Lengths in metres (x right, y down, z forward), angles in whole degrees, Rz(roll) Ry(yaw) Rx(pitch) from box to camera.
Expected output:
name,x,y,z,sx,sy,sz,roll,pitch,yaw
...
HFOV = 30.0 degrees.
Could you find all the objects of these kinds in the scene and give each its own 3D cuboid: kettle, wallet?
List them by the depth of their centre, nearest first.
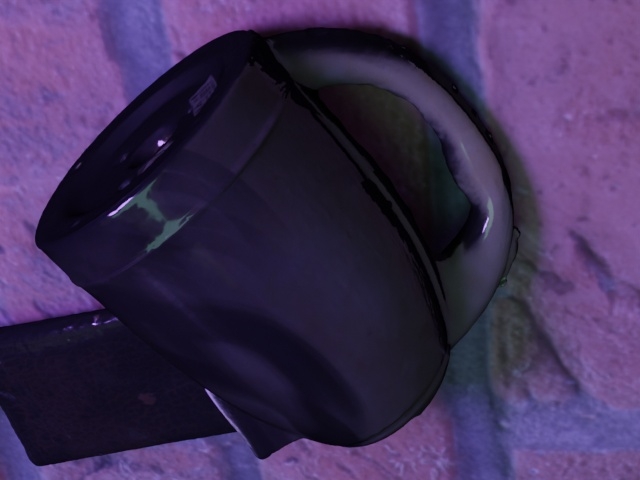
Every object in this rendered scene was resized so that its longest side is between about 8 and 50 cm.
name,x,y,z,sx,sy,sz,roll,pitch,yaw
kettle,0.000,0.000,0.944,0.321,0.228,0.324,-44,112,-2
wallet,-0.165,0.127,1.144,0.321,0.044,0.171,-12,121,15
